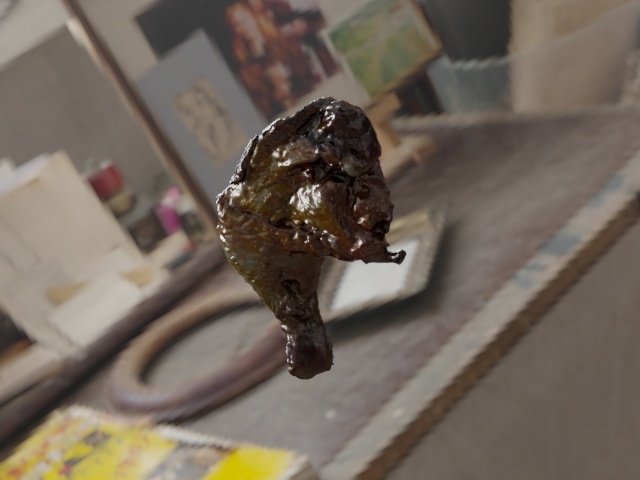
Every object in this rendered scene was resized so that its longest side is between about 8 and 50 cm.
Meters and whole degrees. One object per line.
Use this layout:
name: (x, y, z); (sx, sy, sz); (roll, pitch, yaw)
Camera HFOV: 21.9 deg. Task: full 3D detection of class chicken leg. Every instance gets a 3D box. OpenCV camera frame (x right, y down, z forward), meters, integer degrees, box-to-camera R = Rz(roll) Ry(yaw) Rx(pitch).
chicken leg: (-0.011, -0.006, 1.552); (0.083, 0.177, 0.322); (-44, -11, -44)
